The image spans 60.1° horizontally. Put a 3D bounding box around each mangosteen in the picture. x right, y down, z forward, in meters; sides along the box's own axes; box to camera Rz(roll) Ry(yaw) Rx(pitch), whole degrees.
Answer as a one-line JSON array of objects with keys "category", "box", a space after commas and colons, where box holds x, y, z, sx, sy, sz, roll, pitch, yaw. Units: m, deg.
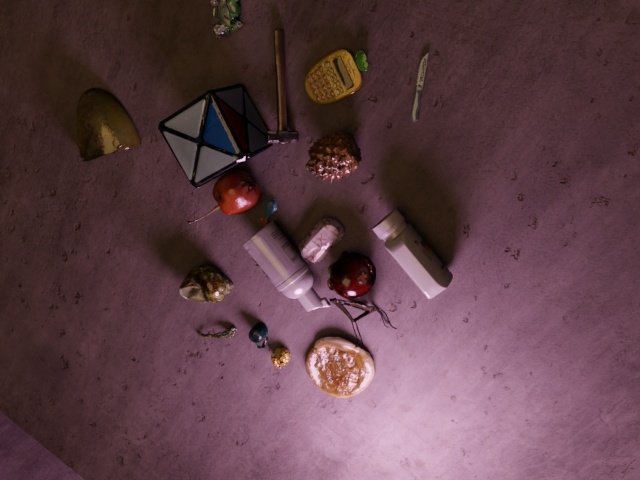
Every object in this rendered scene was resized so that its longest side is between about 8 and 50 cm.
[{"category": "mangosteen", "box": [0.100, 0.118, 1.921, 0.180, 0.166, 0.166, 11, 115, 50]}]

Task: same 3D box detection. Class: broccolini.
[{"category": "broccolini", "box": [-0.427, 0.379, 2.254, 0.194, 0.052, 0.054, -6, 102, 22]}]

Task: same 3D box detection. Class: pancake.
[{"category": "pancake", "box": [0.072, 0.484, 2.114, 0.282, 0.049, 0.283, 8, 113, 20]}]

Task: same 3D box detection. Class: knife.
[{"category": "knife", "box": [0.306, -0.473, 1.712, 0.028, 0.015, 0.211, 15, 112, 22]}]

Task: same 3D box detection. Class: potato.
[{"category": "potato", "box": [-0.848, -0.444, 2.089, 0.269, 0.112, 0.255, -11, 103, 21]}]

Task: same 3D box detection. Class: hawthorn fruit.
[{"category": "hawthorn fruit", "box": [-0.346, -0.130, 1.980, 0.285, 0.165, 0.165, -39, 92, 18]}]

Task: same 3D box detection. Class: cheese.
[{"category": "cheese", "box": [-0.189, -0.104, 2.012, 0.047, 0.017, 0.111, 41, 113, 24]}]

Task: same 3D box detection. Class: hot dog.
[{"category": "hot dog", "box": [0.000, 0.000, 1.964, 0.108, 0.059, 0.191, 38, 113, -11]}]

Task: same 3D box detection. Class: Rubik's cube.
[{"category": "Rubik's cube", "box": [-0.344, -0.355, 1.859, 0.246, 0.248, 0.250, -24, 100, 24]}]

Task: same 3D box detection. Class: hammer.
[{"category": "hammer", "box": [-0.134, -0.505, 1.831, 0.111, 0.043, 0.366, -6, 103, -20]}]

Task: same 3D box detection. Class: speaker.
[{"category": "speaker", "box": [-0.234, 0.377, 2.169, 0.060, 0.075, 0.095, -30, 97, 27]}]

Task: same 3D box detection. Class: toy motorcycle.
[{"category": "toy motorcycle", "box": [-0.300, -0.754, 1.805, 0.106, 0.074, 0.190, 13, 111, 5]}]

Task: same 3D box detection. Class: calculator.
[{"category": "calculator", "box": [0.053, -0.527, 1.775, 0.234, 0.032, 0.146, -22, 100, 26]}]

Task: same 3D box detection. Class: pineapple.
[{"category": "pineapple", "box": [0.034, -0.266, 1.805, 0.193, 0.166, 0.166, -16, 102, 24]}]

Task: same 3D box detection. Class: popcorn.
[{"category": "popcorn", "box": [-0.155, 0.458, 2.170, 0.082, 0.083, 0.057, -37, 122, 5]}]

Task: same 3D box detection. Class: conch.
[{"category": "conch", "box": [-0.439, 0.176, 2.153, 0.181, 0.124, 0.187, 30, 139, -2]}]

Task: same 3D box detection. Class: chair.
[{"category": "chair", "box": [0.137, 0.261, 1.943, 0.149, 0.174, 0.213, -34, 87, -8]}]

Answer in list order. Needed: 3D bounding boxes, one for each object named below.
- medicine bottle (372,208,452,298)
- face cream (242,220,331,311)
[{"category": "medicine bottle", "box": [0.302, 0.040, 1.812, 0.111, 0.161, 0.296, -41, 90, 25]}, {"category": "face cream", "box": [-0.114, 0.118, 1.996, 0.145, 0.145, 0.370, -37, 92, 26]}]
